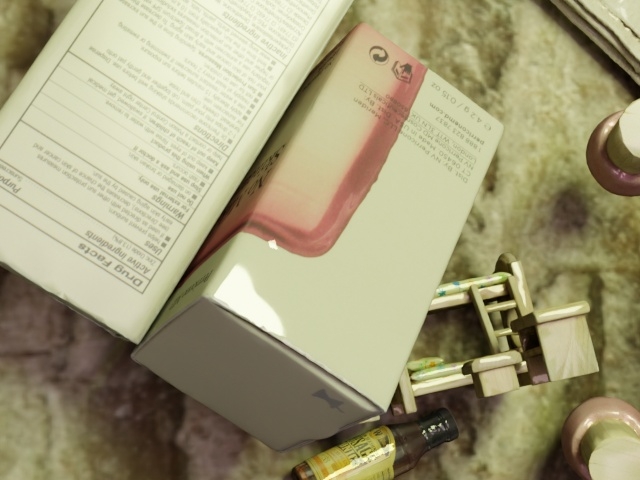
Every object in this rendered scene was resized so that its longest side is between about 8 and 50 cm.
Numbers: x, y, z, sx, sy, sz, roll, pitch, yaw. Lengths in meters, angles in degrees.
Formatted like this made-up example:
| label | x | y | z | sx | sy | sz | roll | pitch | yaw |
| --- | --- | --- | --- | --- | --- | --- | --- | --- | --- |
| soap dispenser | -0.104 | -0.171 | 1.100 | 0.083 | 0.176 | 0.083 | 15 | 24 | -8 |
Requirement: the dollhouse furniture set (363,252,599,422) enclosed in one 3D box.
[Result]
| label | x | y | z | sx | sy | sz | roll | pitch | yaw |
| --- | --- | --- | --- | --- | --- | --- | --- | --- | --- |
| dollhouse furniture set | 0.071 | 0.065 | 0.702 | 0.182 | 0.161 | 0.101 | -11 | 80 | -8 |

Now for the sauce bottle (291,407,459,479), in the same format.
| label | x | y | z | sx | sy | sz | roll | pitch | yaw |
| --- | --- | --- | --- | --- | --- | --- | --- | --- | --- |
| sauce bottle | 0.042 | 0.161 | 0.758 | 0.128 | 0.042 | 0.042 | -23 | 92 | -18 |

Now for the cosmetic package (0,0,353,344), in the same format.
| label | x | y | z | sx | sy | sz | roll | pitch | yaw |
| --- | --- | --- | --- | --- | --- | --- | --- | --- | --- |
| cosmetic package | -0.114 | -0.094 | 0.688 | 0.153 | 0.129 | 0.296 | 35 | 77 | -12 |

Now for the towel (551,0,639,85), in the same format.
| label | x | y | z | sx | sy | sz | roll | pitch | yaw |
| --- | --- | --- | --- | --- | --- | --- | --- | --- | --- |
| towel | 0.314 | -0.265 | 0.863 | 0.187 | 0.049 | 0.282 | 42 | 75 | -10 |

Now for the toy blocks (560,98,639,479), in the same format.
| label | x | y | z | sx | sy | sz | roll | pitch | yaw |
| --- | --- | --- | --- | --- | --- | --- | --- | --- | --- |
| toy blocks | 0.342 | 0.058 | 0.745 | 0.309 | 0.260 | 0.289 | 6 | 88 | 11 |

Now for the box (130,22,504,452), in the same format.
| label | x | y | z | sx | sy | sz | roll | pitch | yaw |
| --- | --- | --- | --- | --- | --- | --- | --- | --- | --- |
| box | 0.000 | 0.000 | 0.667 | 0.127 | 0.148 | 0.232 | 35 | 58 | -12 |
